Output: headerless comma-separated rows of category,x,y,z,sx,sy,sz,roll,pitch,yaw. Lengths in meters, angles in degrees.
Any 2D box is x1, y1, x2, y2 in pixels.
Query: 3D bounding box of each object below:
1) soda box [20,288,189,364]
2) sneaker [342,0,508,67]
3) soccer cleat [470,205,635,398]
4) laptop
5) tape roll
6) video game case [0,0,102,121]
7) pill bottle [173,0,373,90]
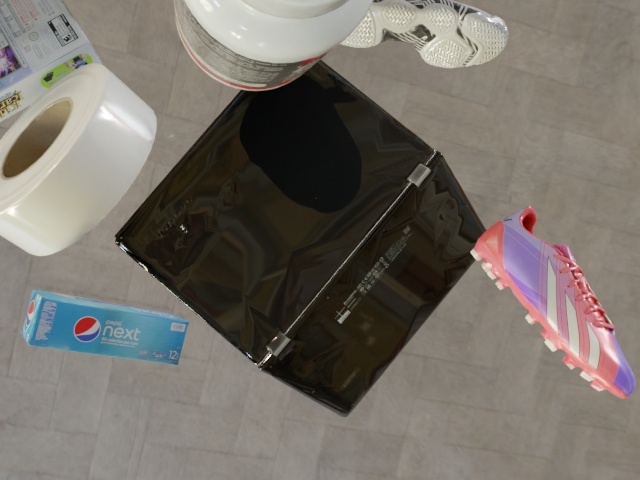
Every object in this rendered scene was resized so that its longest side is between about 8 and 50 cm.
soda box,-0.300,0.123,0.957,0.210,0.071,0.067,16,87,-32
sneaker,0.182,-0.466,1.317,0.366,0.137,0.210,8,58,-5
soccer cleat,0.267,0.061,0.752,0.095,0.248,0.083,-43,138,9
laptop,0.000,0.000,1.021,0.382,0.236,0.408,-50,139,-3
tape roll,-0.376,-0.120,0.990,0.286,0.286,0.100,-50,129,-3
video game case,-0.534,-0.334,1.137,0.244,0.061,0.269,-32,65,-8
pill bottle,-0.046,-0.242,0.619,0.176,0.318,0.176,-1,96,-11
